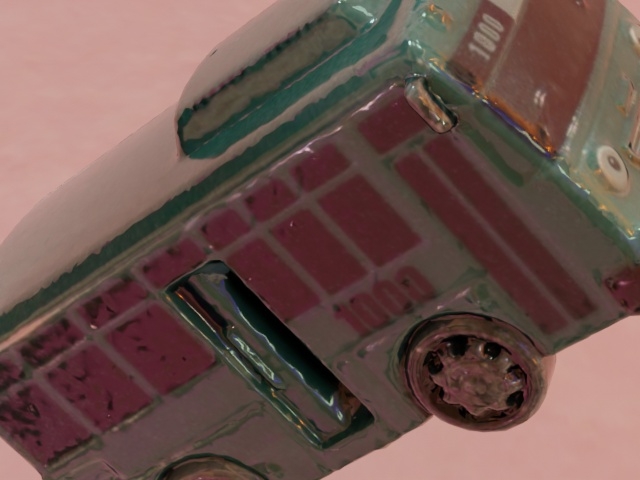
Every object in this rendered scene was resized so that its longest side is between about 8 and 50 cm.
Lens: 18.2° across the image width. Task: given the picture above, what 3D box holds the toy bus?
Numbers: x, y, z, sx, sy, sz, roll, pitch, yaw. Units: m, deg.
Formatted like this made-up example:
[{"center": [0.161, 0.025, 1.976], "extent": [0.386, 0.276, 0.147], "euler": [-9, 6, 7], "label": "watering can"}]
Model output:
[{"center": [0.000, 0.000, 0.688], "extent": [0.256, 0.128, 0.147], "euler": [-33, 111, 34], "label": "toy bus"}]
